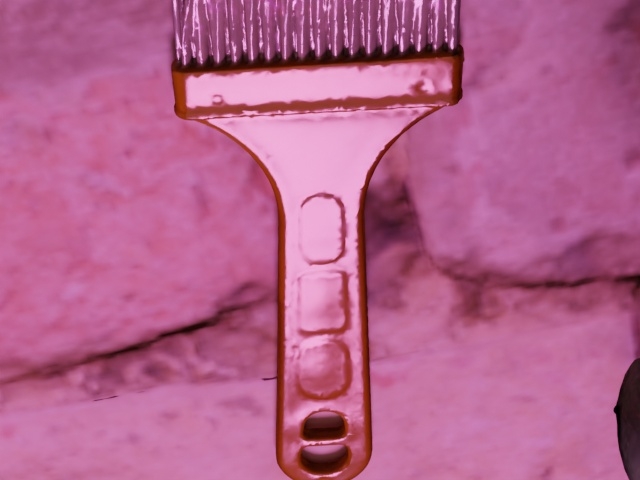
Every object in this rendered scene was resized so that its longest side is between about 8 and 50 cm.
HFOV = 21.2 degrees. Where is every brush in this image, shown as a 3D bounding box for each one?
[{"bbox_3d":[0.000,0.000,0.650,0.103,0.013,0.272,-3,130,-2],"label":"brush"}]

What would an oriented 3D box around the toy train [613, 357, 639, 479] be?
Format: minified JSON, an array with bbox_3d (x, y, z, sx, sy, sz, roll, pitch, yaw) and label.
[{"bbox_3d":[0.290,0.050,0.594,0.369,0.237,0.150,-2,91,12],"label":"toy train"}]
